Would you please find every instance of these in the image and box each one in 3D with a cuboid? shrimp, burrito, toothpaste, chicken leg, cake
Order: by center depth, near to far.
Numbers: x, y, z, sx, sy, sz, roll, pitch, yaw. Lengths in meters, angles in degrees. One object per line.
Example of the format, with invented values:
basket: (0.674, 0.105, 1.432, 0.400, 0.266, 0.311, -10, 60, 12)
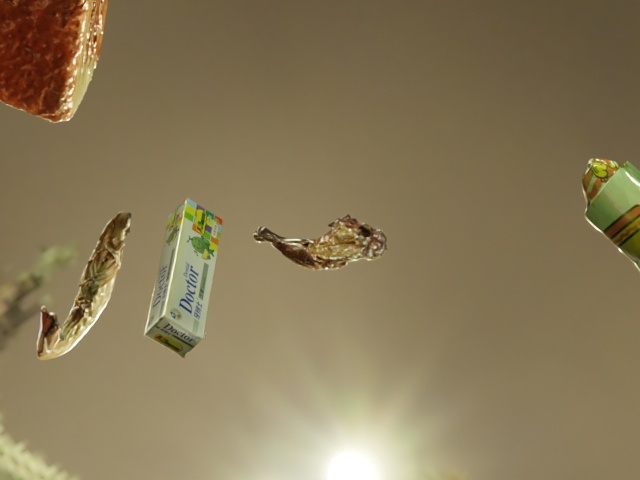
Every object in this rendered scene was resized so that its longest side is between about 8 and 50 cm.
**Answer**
burrito: (0.306, 0.042, 1.415, 0.288, 0.104, 0.054, 45, -63, 12)
shrimp: (-0.175, 0.035, 1.426, 0.025, 0.091, 0.127, 29, -77, 12)
toothpaste: (-0.120, 0.032, 1.716, 0.046, 0.164, 0.034, 33, -54, -21)
cake: (-0.226, -0.236, 1.812, 0.262, 0.158, 0.159, -35, -66, 26)
chicken leg: (0.000, 0.005, 2.100, 0.037, 0.145, 0.062, 80, 3, -72)
